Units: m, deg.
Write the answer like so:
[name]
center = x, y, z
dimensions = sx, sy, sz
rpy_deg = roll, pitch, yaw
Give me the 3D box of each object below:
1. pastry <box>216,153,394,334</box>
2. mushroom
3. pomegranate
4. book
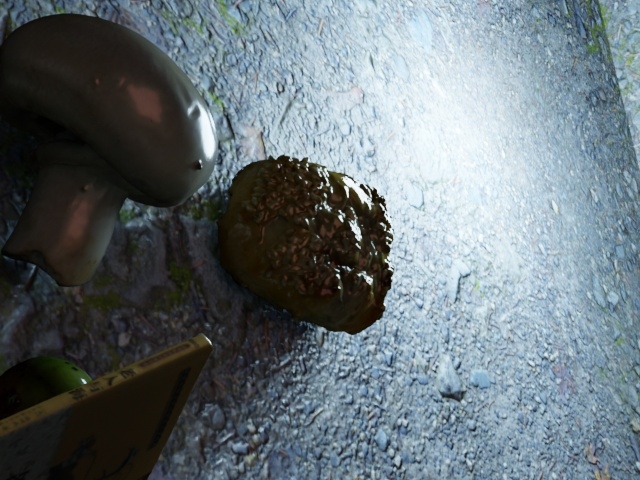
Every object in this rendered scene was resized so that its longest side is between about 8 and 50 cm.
[pastry]
center = 0.000, 0.000, 1.481
dimensions = 0.311, 0.162, 0.255
rpy_deg = 20, 56, -44
[mushroom]
center = -0.278, -0.101, 1.168
dimensions = 0.292, 0.293, 0.290
rpy_deg = 38, 76, -31
[pomegranate]
center = -0.295, 0.189, 1.084
dimensions = 0.130, 0.130, 0.130
rpy_deg = 24, 56, -41
[book]
center = -0.285, 0.242, 0.981
dimensions = 0.032, 0.269, 0.389
rpy_deg = 42, 35, 21
